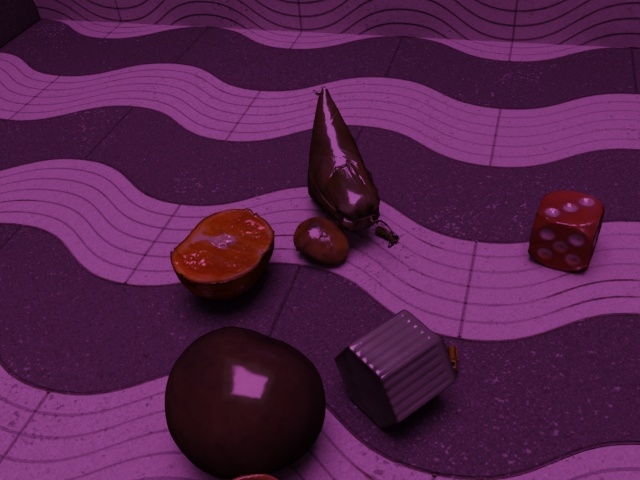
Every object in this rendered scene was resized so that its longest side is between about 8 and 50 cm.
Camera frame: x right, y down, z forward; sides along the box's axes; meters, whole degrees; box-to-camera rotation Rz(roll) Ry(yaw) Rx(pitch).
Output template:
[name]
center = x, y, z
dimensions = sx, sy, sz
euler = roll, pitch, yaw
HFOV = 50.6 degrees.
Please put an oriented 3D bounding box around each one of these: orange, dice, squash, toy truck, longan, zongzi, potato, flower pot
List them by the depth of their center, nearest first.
[longan]
center = -0.169, 0.360, 1.513
dimensions = 0.361, 0.360, 0.360
euler = -3, 41, 3
[flower pot]
center = 0.173, 0.304, 1.598
dimensions = 0.190, 0.239, 0.209
euler = -29, 78, -26
[toy truck]
center = 0.318, 0.305, 1.703
dimensions = 0.054, 0.049, 0.083
euler = 1, 40, 6
[orange]
center = -0.275, 0.042, 1.930
dimensions = 0.275, 0.274, 0.310
euler = 5, 8, 12
[dice]
center = 0.706, -0.030, 1.950
dimensions = 0.179, 0.174, 0.174
euler = 14, 45, 26
[potato]
center = 0.000, 0.000, 2.037
dimensions = 0.176, 0.137, 0.137
euler = 15, 45, 19
[zongzi]
center = 0.080, -0.215, 2.039
dimensions = 0.182, 0.417, 0.447
euler = -13, 28, -16
[squash]
center = 0.208, -0.018, 2.104
dimensions = 0.083, 0.027, 0.027
euler = 30, 52, 35

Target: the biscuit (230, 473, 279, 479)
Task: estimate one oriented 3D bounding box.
[biscuit]
center = -0.162, 0.601, 1.332
dimensions = 0.202, 0.044, 0.288
euler = 42, 71, 0
